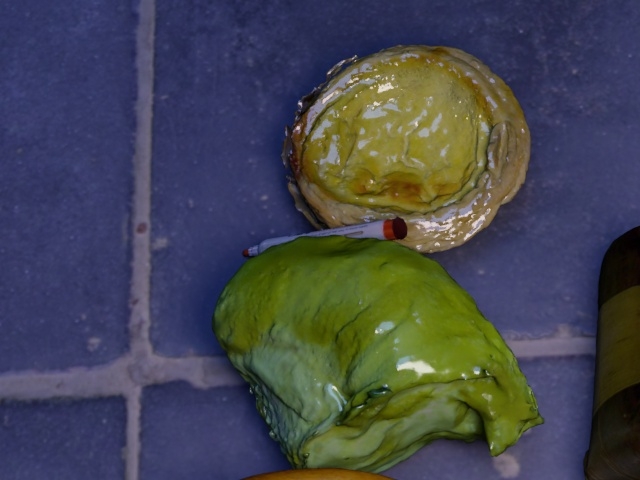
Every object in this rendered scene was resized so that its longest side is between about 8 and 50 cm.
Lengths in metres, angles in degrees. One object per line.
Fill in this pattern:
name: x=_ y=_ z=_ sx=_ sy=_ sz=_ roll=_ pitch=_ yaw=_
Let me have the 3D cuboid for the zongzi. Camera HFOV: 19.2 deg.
zongzi: x=0.437 y=0.140 z=1.952 sx=0.317 sy=0.154 sz=0.289 roll=14 pitch=59 yaw=-8

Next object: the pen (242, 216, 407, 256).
pen: x=0.000 y=0.000 z=2.069 sx=0.218 sy=0.026 sz=0.026 roll=-9 pitch=56 yaw=37

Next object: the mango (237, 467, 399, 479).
mango: x=0.004 y=0.316 z=1.858 sx=0.350 sy=0.201 sz=0.199 roll=-8 pitch=71 yaw=-7

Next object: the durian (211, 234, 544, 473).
durian: x=0.039 y=0.113 z=1.959 sx=0.256 sy=0.204 sz=0.340 roll=-35 pitch=62 yaw=1

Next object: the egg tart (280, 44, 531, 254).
egg tart: x=0.098 y=-0.094 z=2.126 sx=0.279 sy=0.095 sz=0.279 roll=-5 pitch=63 yaw=10
